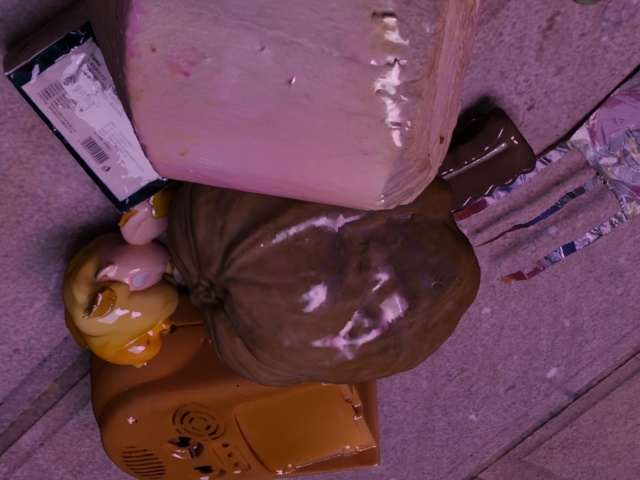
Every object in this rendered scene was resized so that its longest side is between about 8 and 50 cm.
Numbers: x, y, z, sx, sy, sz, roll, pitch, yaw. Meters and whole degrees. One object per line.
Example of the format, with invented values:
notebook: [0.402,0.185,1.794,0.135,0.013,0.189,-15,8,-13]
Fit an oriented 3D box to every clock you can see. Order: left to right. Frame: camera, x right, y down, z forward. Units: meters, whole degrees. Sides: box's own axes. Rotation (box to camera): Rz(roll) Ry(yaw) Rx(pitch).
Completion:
clock: [-0.107,0.168,1.378,0.317,0.200,0.244,-15,134,7]

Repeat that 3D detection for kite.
kite: [0.334,-0.077,1.370,0.360,0.022,0.204,-35,117,16]

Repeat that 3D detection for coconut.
coconut: [-0.036,-0.182,0.958,0.310,0.297,0.297,15,136,13]

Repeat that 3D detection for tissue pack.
tissue pack: [-0.196,-0.121,1.091,0.103,0.090,0.170,-33,117,7]

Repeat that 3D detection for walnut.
walnut: [0.001,0.002,1.167,0.277,0.282,0.253,-18,144,-18]

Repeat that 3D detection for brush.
brush: [0.087,-0.048,1.322,0.301,0.071,0.084,-27,121,19]

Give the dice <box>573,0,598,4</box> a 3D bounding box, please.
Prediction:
dice: [0.193,-0.383,0.835,0.330,0.318,0.322,-39,133,18]

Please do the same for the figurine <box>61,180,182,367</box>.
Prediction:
figurine: [-0.198,0.020,1.244,0.156,0.131,0.246,-24,139,-61]
